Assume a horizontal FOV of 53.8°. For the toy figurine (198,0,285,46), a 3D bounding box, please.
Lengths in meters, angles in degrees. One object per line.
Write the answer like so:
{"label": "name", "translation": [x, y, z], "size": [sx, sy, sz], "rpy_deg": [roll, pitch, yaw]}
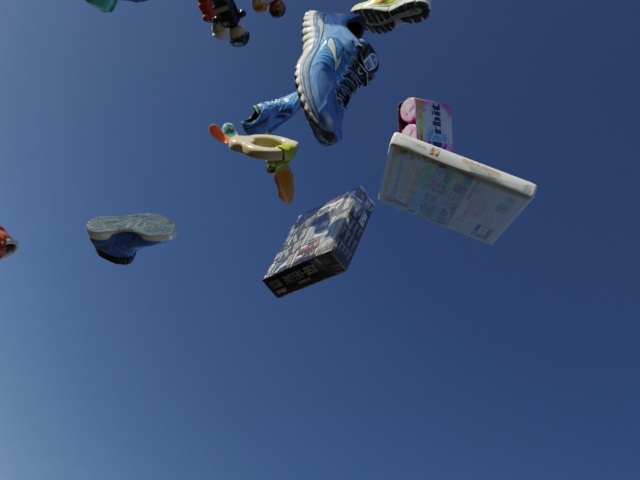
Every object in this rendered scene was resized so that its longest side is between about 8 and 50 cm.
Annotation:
{"label": "toy figurine", "translation": [-0.211, -0.634, 1.704], "size": [0.213, 0.210, 0.148], "rpy_deg": [36, -22, 54]}

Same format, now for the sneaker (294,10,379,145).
{"label": "sneaker", "translation": [0.037, -0.333, 1.234], "size": [0.147, 0.329, 0.129], "rpy_deg": [-4, -28, 14]}

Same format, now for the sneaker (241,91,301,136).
{"label": "sneaker", "translation": [-0.138, -0.380, 1.841], "size": [0.082, 0.209, 0.069], "rpy_deg": [54, -5, -35]}

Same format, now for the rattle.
{"label": "rattle", "translation": [-0.152, -0.178, 1.421], "size": [0.200, 0.130, 0.142], "rpy_deg": [7, -49, 7]}

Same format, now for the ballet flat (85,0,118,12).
{"label": "ballet flat", "translation": [-0.414, -0.549, 1.260], "size": [0.247, 0.087, 0.083], "rpy_deg": [-31, -119, 43]}

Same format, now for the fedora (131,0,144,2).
{"label": "fedora", "translation": [-0.232, -0.354, 0.648], "size": [0.334, 0.334, 0.152], "rpy_deg": [38, -46, 17]}

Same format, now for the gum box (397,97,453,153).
{"label": "gum box", "translation": [0.235, -0.221, 1.403], "size": [0.062, 0.107, 0.188], "rpy_deg": [-13, -104, 56]}

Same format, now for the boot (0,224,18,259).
{"label": "boot", "translation": [-0.506, -0.007, 0.927], "size": [0.085, 0.158, 0.059], "rpy_deg": [41, -88, 1]}

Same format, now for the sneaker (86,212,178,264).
{"label": "sneaker", "translation": [-0.318, 0.002, 1.088], "size": [0.152, 0.058, 0.084], "rpy_deg": [-2, -43, -3]}

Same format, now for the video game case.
{"label": "video game case", "translation": [0.195, -0.071, 0.961], "size": [0.207, 0.026, 0.227], "rpy_deg": [22, -15, 7]}

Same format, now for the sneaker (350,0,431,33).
{"label": "sneaker", "translation": [0.166, -0.540, 1.445], "size": [0.209, 0.094, 0.081], "rpy_deg": [4, -24, 34]}

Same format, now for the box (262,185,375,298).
{"label": "box", "translation": [0.000, 0.000, 1.713], "size": [0.243, 0.307, 0.076], "rpy_deg": [-24, -65, 34]}
